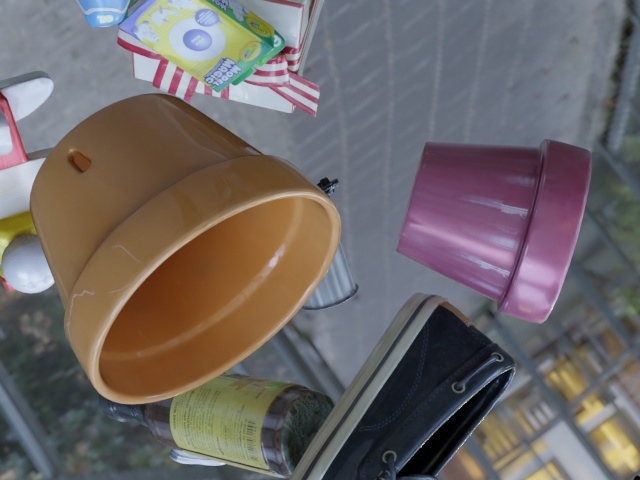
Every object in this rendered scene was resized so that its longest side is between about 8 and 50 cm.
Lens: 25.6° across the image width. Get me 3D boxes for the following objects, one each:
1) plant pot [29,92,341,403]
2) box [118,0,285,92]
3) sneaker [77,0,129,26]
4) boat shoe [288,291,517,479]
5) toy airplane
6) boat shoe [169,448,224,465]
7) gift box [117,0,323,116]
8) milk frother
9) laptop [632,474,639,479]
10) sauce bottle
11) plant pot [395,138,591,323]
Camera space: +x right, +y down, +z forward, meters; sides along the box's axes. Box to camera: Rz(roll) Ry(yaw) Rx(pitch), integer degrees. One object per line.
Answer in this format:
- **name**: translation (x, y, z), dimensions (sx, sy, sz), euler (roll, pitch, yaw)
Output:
- **plant pot**: translation (-0.153, -0.009, 1.399), dimensions (0.291, 0.203, 0.291), euler (-31, 154, -17)
- **box**: translation (-0.136, -0.244, 1.652), dimensions (0.179, 0.043, 0.105), euler (30, 131, -33)
- **sneaker**: translation (-0.183, -0.242, 1.113), dimensions (0.080, 0.211, 0.081), euler (-4, 125, -5)
- **boat shoe**: translation (0.057, 0.279, 1.518), dimensions (0.500, 0.156, 0.186), euler (-55, 164, -26)
- **toy airplane**: translation (-0.447, -0.056, 2.050), dimensions (0.386, 0.272, 0.384), euler (-38, 151, 22)
- **boat shoe**: translation (-0.149, 0.265, 1.801), dimensions (0.100, 0.035, 0.035), euler (12, 104, -45)
- **gift box**: translation (-0.105, -0.310, 1.825), dimensions (0.276, 0.255, 0.258), euler (89, 14, -57)
- **milk frother**: translation (0.000, 0.000, 1.870), dimensions (0.143, 0.134, 0.129), euler (-30, -157, -32)
- **laptop**: translation (0.333, 0.386, 1.404), dimensions (0.264, 0.234, 0.136), euler (-15, 126, -49)
- **sauce bottle**: translation (-0.134, 0.207, 1.695), dimensions (0.344, 0.111, 0.111), euler (7, -161, 40)
- **plant pot**: translation (0.186, -0.026, 1.561), dimensions (0.201, 0.180, 0.201), euler (14, 90, -87)
